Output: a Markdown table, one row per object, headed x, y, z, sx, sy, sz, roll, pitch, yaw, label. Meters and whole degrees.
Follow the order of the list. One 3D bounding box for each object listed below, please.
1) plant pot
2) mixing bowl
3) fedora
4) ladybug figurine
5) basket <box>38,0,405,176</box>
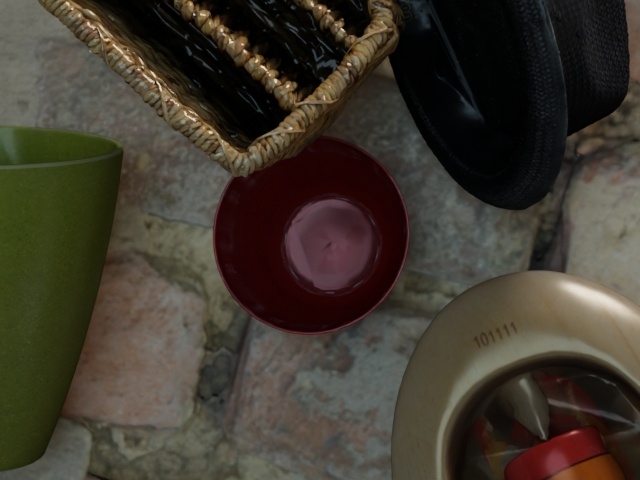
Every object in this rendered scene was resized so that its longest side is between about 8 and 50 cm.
| x | y | z | sx | sy | sz | roll | pitch | yaw | label |
| --- | --- | --- | --- | --- | --- | --- | --- | --- | --- |
| -0.319 | 0.056 | 1.706 | 0.274 | 0.275 | 0.294 | 4 | 101 | 13 | plant pot |
| 0.000 | 0.000 | 1.703 | 0.181 | 0.098 | 0.181 | -2 | 83 | 12 | mixing bowl |
| 0.173 | -0.202 | 1.634 | 0.152 | 0.334 | 0.334 | -18 | 79 | -21 | fedora |
| 0.231 | 0.245 | 1.580 | 0.305 | 0.162 | 0.449 | -22 | 74 | 8 | ladybug figurine |
| -0.082 | -0.224 | 1.550 | 0.299 | 0.223 | 0.213 | 44 | 102 | 4 | basket |
